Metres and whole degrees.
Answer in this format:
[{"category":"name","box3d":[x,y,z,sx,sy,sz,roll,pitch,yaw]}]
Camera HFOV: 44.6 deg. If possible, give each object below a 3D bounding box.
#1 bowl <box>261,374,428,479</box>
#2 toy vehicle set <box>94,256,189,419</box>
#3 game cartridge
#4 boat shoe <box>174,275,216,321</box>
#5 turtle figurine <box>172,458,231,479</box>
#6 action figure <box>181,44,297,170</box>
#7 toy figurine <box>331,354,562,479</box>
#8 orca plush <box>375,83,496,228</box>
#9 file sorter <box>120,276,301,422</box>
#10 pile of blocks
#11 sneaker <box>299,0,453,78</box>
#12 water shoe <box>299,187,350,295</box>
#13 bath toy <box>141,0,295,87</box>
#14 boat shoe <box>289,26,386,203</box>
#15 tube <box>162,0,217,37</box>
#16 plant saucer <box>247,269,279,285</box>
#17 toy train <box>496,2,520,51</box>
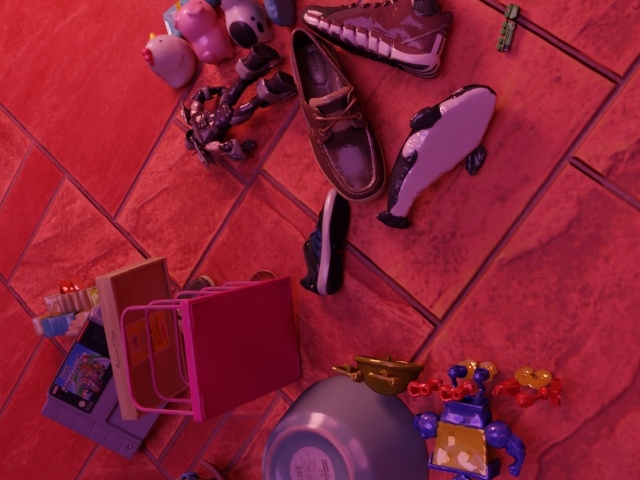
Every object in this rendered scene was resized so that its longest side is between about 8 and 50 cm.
[{"category":"bowl","box3d":[0.018,0.405,1.388,0.312,0.163,0.311,0,90,30]},{"category":"toy vehicle set","box3d":[-0.326,0.177,1.452,0.035,0.166,0.266,-5,98,26]},{"category":"game cartridge","box3d":[-0.415,0.279,1.617,0.230,0.068,0.355,28,114,-12]},{"category":"boat shoe","box3d":[-0.297,0.168,1.624,0.080,0.073,0.223,45,111,22]},{"category":"turtle figurine","box3d":[-0.207,0.559,1.482,0.266,0.275,0.197,1,106,21]},{"category":"action figure","box3d":[-0.175,-0.256,1.556,0.285,0.099,0.185,-35,79,29]},{"category":"toy figurine","box3d":[0.200,0.317,1.276,0.363,0.191,0.217,3,96,28]},{"category":"orca plush","box3d":[0.196,-0.153,1.362,0.151,0.102,0.287,15,113,-15]},{"category":"file sorter","box3d":[-0.199,0.188,1.436,0.182,0.291,0.202,-4,94,33]},{"category":"pile of blocks","box3d":[-0.523,0.136,1.701,0.362,0.149,0.112,-12,96,30]},{"category":"sneaker","box3d":[0.111,-0.409,1.398,0.281,0.106,0.162,26,96,18]},{"category":"water shoe","box3d":[0.000,0.000,1.458,0.080,0.073,0.203,8,91,34]},{"category":"bath toy","box3d":[-0.225,-0.430,1.566,0.348,0.129,0.151,-23,78,28]},{"category":"boat shoe","box3d":[0.020,-0.231,1.408,0.123,0.123,0.341,-20,76,10]},{"category":"tube","box3d":[-0.254,-0.499,1.634,0.207,0.052,0.080,-31,63,32]},{"category":"plant saucer","box3d":[-0.109,0.100,1.552,0.084,0.013,0.083,-1,88,31]},{"category":"toy train","box3d":[0.317,-0.357,1.315,0.024,0.017,0.083,15,97,19]}]
